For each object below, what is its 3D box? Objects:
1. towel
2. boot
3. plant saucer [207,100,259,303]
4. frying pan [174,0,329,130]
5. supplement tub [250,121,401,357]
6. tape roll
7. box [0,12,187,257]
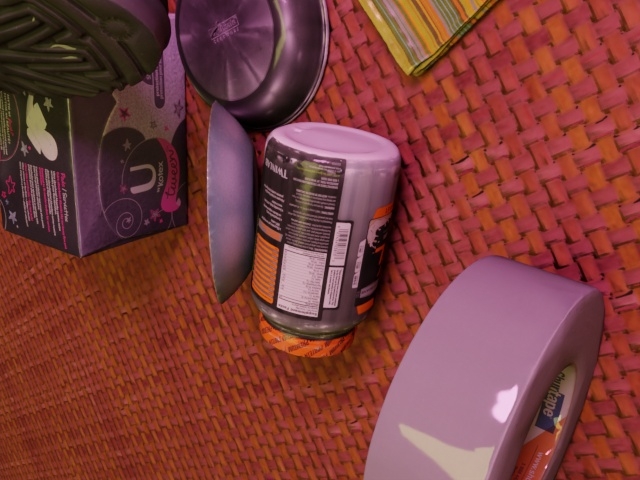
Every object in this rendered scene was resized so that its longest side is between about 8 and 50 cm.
[{"bbox_3d":[0.119,-0.234,0.462,0.237,0.021,0.102,-41,77,39],"label":"towel"},{"bbox_3d":[-0.231,-0.350,0.547,0.367,0.146,0.445,5,71,27],"label":"boot"},{"bbox_3d":[-0.080,-0.036,0.619,0.037,0.195,0.194,-1,106,-2],"label":"plant saucer"},{"bbox_3d":[-0.076,-0.264,0.602,0.197,0.053,0.326,17,117,35],"label":"frying pan"},{"bbox_3d":[0.000,0.000,0.570,0.117,0.117,0.190,25,119,32],"label":"supplement tub"},{"bbox_3d":[0.119,0.124,0.440,0.072,0.219,0.219,20,116,34],"label":"tape roll"},{"bbox_3d":[-0.248,-0.128,0.706,0.142,0.163,0.247,17,113,30],"label":"box"}]
